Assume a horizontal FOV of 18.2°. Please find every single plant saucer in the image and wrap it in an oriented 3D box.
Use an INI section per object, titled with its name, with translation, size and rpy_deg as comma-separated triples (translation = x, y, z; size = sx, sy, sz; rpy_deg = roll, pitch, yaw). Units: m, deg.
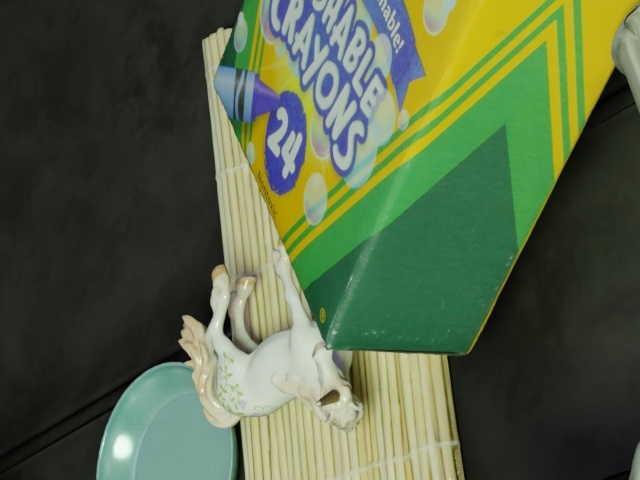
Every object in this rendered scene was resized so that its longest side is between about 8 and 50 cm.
[plant saucer]
translation = -0.082, 0.129, 1.126
size = 0.119, 0.021, 0.119
rpy_deg = -17, 66, 43

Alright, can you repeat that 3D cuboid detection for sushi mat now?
[sushi mat]
translation = 0.000, 0.000, 1.078
size = 0.151, 0.019, 0.316
rpy_deg = -27, 60, 41

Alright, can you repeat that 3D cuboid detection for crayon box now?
[crayon box]
translation = 0.058, -0.134, 0.896
size = 0.323, 0.083, 0.203
rpy_deg = -66, 32, 34

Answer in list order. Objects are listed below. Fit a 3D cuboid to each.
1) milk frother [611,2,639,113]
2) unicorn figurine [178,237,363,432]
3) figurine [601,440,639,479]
[milk frother]
translation = 0.168, -0.014, 0.821
size = 0.143, 0.129, 0.135
rpy_deg = -33, 57, 31
[unicorn figurine]
translation = -0.016, 0.056, 1.028
size = 0.162, 0.060, 0.111
rpy_deg = -39, 52, 56
[figurine]
translation = 0.147, 0.101, 0.718
size = 0.215, 0.209, 0.092
rpy_deg = -36, 62, 50
